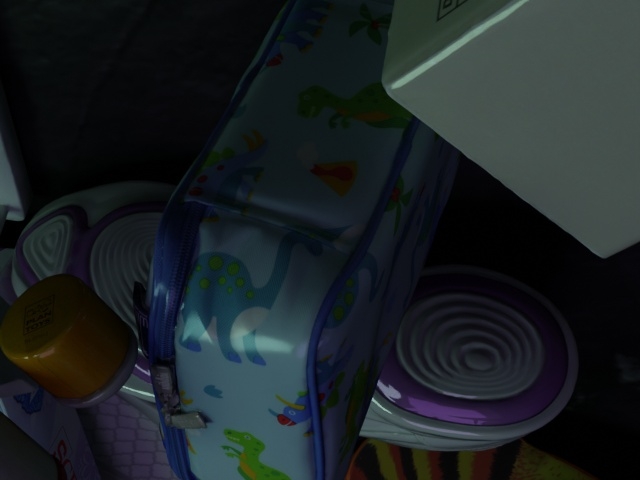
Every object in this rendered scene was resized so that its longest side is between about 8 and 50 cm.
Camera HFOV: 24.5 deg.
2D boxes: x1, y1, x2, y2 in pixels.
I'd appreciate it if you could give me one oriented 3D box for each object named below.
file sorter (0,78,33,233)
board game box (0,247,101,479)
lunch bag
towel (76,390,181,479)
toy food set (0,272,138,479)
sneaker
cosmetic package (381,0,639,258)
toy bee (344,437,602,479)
[{"bbox_3d":[-0.313,-0.035,0.715,0.278,0.173,0.193,6,140,7],"label":"file sorter"},{"bbox_3d":[-0.299,0.132,0.934,0.319,0.066,0.318,4,131,17],"label":"board game box"},{"bbox_3d":[0.000,0.000,0.643,0.090,0.219,0.176,16,145,13],"label":"lunch bag"},{"bbox_3d":[-0.133,0.193,1.042,0.332,0.053,0.317,37,135,-27],"label":"towel"},{"bbox_3d":[-0.163,0.090,0.605,0.232,0.111,0.104,-13,137,27],"label":"toy food set"},{"bbox_3d":[-0.020,0.059,0.802,0.305,0.114,0.152,16,163,7],"label":"sneaker"},{"bbox_3d":[0.174,-0.133,0.499,0.129,0.153,0.296,36,136,-26],"label":"cosmetic package"},{"bbox_3d":[0.162,0.185,0.916,0.298,0.162,0.195,46,162,-19],"label":"toy bee"}]
